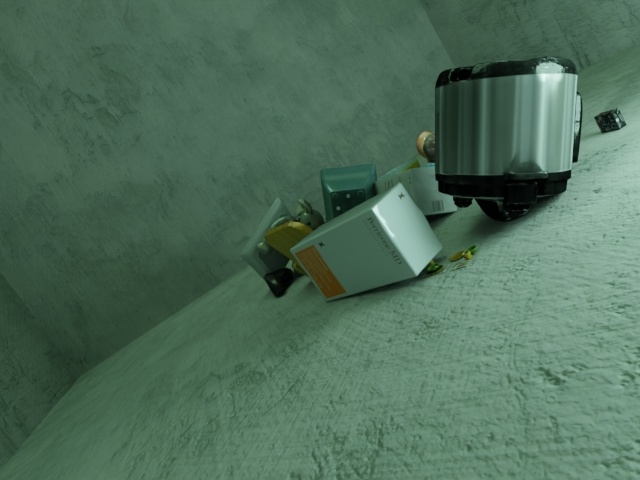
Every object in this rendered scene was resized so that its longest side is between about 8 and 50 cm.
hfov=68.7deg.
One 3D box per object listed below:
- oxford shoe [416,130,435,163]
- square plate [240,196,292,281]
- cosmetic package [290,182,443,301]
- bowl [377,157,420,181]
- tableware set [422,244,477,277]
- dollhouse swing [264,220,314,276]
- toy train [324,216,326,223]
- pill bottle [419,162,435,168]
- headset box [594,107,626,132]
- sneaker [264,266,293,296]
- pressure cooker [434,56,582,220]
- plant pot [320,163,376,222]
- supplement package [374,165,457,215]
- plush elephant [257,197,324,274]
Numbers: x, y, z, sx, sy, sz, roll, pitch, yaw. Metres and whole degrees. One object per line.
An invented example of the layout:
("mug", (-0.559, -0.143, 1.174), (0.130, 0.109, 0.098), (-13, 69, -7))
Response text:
("oxford shoe", (0.580, -0.380, 2.184), (0.132, 0.363, 0.130), (29, 94, 41))
("square plate", (-0.215, 0.019, 2.326), (0.049, 0.344, 0.347), (19, 68, 31))
("cosmetic package", (0.122, 0.025, 1.451), (0.161, 0.230, 0.453), (-39, 7, -36))
("bowl", (0.425, -0.297, 2.491), (0.289, 0.156, 0.289), (-32, 9, 6))
("tableware set", (0.346, 0.052, 1.264), (0.154, 0.024, 0.104), (-23, 12, 47))
("dollhouse swing", (0.011, -0.025, 1.882), (0.315, 0.305, 0.346), (-47, 14, -29))
("toy train", (0.000, 0.000, 2.450), (0.334, 0.142, 0.190), (-41, -1, -34))
("pill bottle", (0.474, -0.247, 2.071), (0.146, 0.146, 0.264), (-27, 10, 29))
("headset box", (0.932, -0.385, 1.512), (0.032, 0.062, 0.083), (-32, 8, -6))
("sneaker", (-0.189, 0.178, 2.194), (0.130, 0.109, 0.286), (-28, 10, -3))
("pressure cooker", (0.499, -0.265, 1.301), (0.369, 0.421, 0.375), (-13, 16, -43))
("plant pot", (0.127, -0.170, 1.977), (0.247, 0.248, 0.252), (-6, 18, 6))
("supplement package", (0.359, -0.173, 1.808), (0.177, 0.176, 0.293), (-8, 0, -20))
("plush elephant", (-0.081, -0.041, 2.174), (0.255, 0.271, 0.330), (-29, 30, 53))
